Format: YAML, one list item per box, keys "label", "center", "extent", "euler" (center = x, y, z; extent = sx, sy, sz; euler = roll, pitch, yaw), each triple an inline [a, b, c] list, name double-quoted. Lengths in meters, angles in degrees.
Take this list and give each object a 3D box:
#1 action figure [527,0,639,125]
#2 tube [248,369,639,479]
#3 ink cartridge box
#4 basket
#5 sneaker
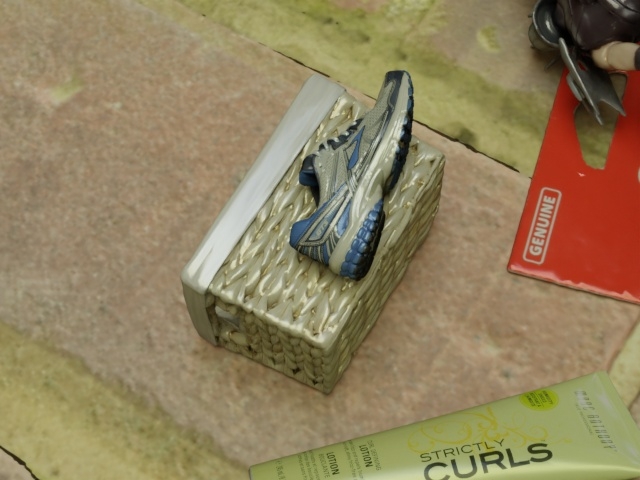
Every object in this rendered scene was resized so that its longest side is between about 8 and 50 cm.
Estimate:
- label: "action figure"
  center: [0.235, -0.188, 0.817]
  extent: [0.099, 0.285, 0.185]
  euler: [-18, 81, -41]
- label: "tube"
  center: [0.078, 0.136, 0.773]
  extent: [0.240, 0.062, 0.070]
  euler: [-13, 78, -4]
- label: "ink cartridge box"
  center: [0.278, -0.076, 0.857]
  extent: [0.239, 0.060, 0.275]
  euler: [16, 68, 9]
- label: "basket"
  center: [0.000, 0.000, 0.809]
  extent: [0.103, 0.113, 0.167]
  euler: [27, 70, 12]
- label: "sneaker"
  center: [0.018, -0.046, 0.743]
  extent: [0.058, 0.052, 0.135]
  euler: [16, 68, 9]
